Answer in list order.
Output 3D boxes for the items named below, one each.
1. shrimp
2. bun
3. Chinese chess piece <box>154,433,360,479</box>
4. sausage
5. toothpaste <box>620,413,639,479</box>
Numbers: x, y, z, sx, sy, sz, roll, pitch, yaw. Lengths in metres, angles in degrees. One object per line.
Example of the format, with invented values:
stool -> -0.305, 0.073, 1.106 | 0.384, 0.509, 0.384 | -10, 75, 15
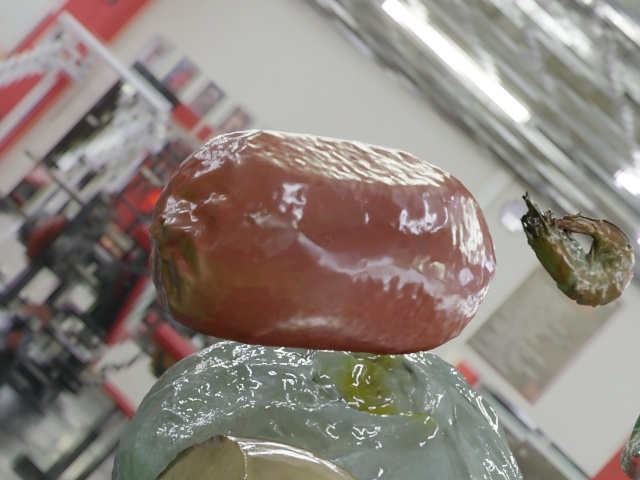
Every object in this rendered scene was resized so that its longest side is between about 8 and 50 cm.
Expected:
shrimp -> 0.294, 0.006, 1.943 | 0.180, 0.099, 0.041 | 44, 13, -22
bun -> 0.012, 0.190, 1.396 | 0.362, 0.211, 0.362 | 14, 20, -5
Chinese chess piece -> -0.078, 0.285, 1.062 | 0.141, 0.338, 0.338 | 33, 1, -15
sausage -> 0.000, 0.000, 1.103 | 0.254, 0.148, 0.148 | 0, 27, -34
toothpaste -> 0.346, 0.217, 1.796 | 0.048, 0.074, 0.297 | 21, -13, 14
